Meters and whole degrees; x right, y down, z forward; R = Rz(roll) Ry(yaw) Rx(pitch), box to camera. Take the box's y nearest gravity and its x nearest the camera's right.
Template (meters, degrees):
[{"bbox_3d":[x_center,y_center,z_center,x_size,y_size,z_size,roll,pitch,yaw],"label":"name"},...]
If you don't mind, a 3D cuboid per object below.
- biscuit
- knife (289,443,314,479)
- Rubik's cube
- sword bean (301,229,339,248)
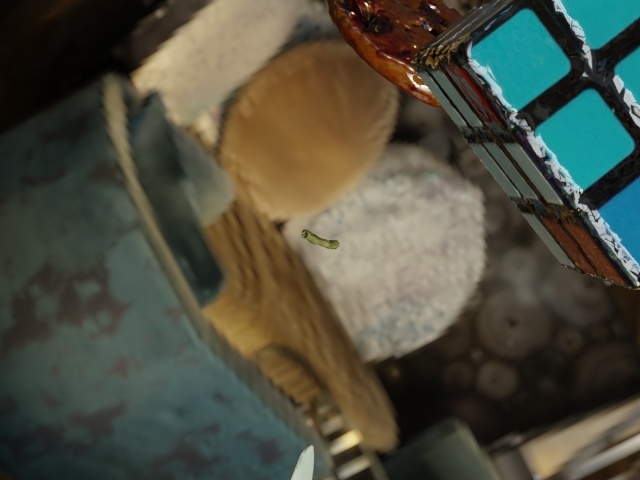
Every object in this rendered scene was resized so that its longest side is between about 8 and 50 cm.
[{"bbox_3d":[0.080,-0.196,1.568,0.192,0.049,0.192,28,28,-16],"label":"biscuit"},{"bbox_3d":[-0.045,0.304,1.626,0.035,0.260,0.063,33,20,28],"label":"knife"},{"bbox_3d":[0.165,-0.086,0.917,0.162,0.160,0.163,51,-1,-6],"label":"Rubik's cube"},{"bbox_3d":[0.000,0.000,1.491,0.012,0.012,0.083,64,13,14],"label":"sword bean"}]
